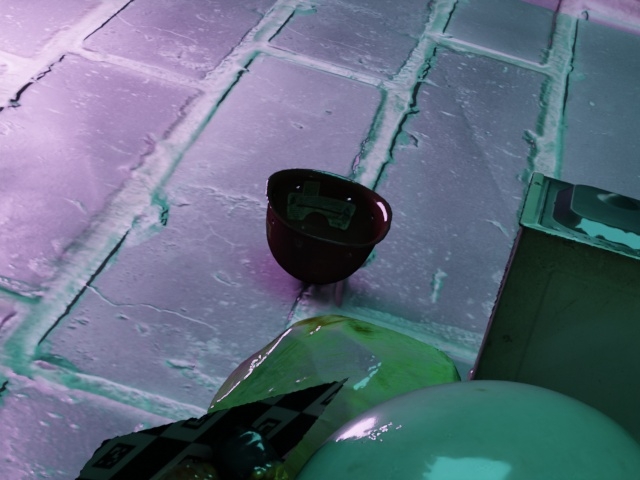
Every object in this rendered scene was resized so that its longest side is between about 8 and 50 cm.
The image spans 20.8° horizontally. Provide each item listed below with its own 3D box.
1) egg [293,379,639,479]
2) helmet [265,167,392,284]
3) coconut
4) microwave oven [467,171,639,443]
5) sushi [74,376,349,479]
[{"bbox_3d":[0.129,0.247,1.360,0.388,0.276,0.276,0,27,-45],"label":"egg"},{"bbox_3d":[0.000,0.000,2.047,0.155,0.106,0.175,8,26,-16],"label":"helmet"},{"bbox_3d":[0.006,0.167,1.556,0.235,0.205,0.236,13,10,-2],"label":"coconut"},{"bbox_3d":[0.343,0.145,1.664,0.394,0.333,0.247,18,15,5],"label":"microwave oven"},{"bbox_3d":[-0.117,0.228,1.285,0.264,0.290,0.050,-9,55,-47],"label":"sushi"}]
